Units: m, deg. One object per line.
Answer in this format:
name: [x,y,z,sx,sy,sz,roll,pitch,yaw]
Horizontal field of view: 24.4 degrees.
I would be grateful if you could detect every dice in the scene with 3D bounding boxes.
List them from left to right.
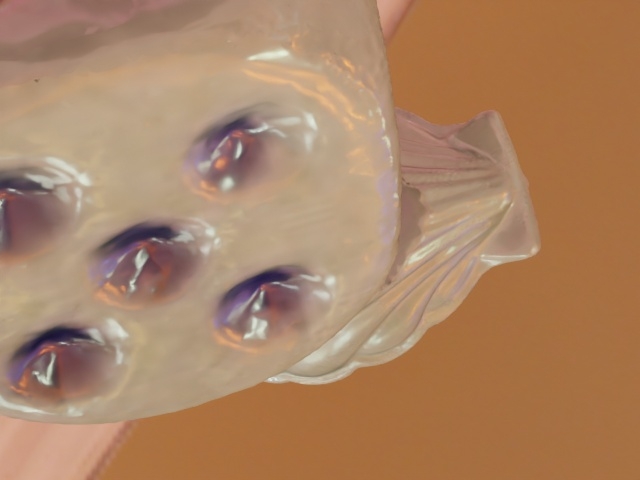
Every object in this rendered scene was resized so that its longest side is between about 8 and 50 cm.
dice: [-0.115,-0.082,0.782,0.262,0.265,0.268,-15,-132,-9]

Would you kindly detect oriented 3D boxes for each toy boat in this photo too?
toy boat: [0.000,0.000,1.022,0.290,0.100,0.199,-19,-90,21]
